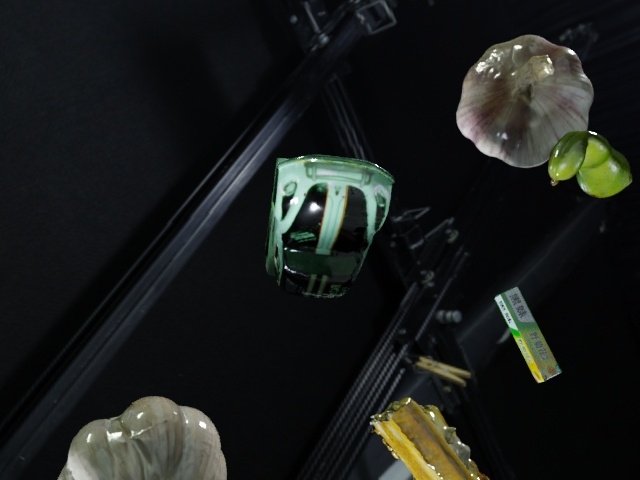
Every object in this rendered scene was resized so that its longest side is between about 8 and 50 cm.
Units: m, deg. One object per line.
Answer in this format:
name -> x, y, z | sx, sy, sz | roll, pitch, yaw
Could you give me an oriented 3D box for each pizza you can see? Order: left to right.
pizza -> 0.177, 0.325, 0.945 | 0.089, 0.223, 0.323 | -38, -74, -11

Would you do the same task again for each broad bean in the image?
broad bean -> 0.324, -0.086, 0.768 | 0.213, 0.048, 0.070 | 3, -73, -46

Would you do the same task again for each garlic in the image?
garlic -> -0.223, 0.319, 0.849 | 0.227, 0.152, 0.228 | -11, -60, -19
garlic -> 0.369, -0.263, 1.166 | 0.253, 0.245, 0.245 | 30, -122, -76

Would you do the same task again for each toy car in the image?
toy car -> 0.000, 0.000, 0.824 | 0.136, 0.306, 0.125 | 7, -110, -6

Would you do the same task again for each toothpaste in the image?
toothpaste -> 0.389, 0.177, 1.233 | 0.043, 0.037, 0.178 | -21, -104, -11
